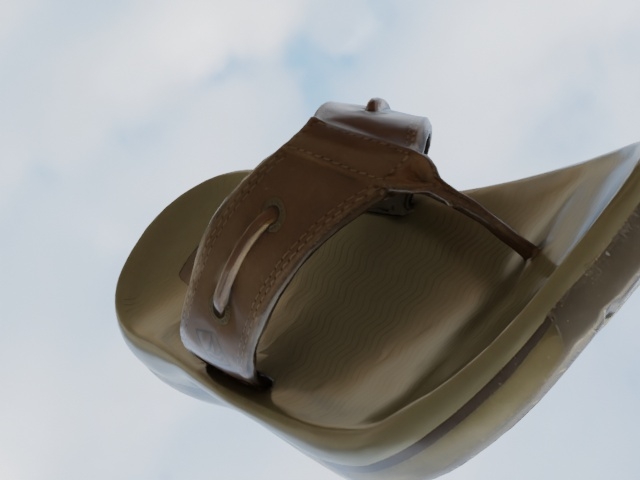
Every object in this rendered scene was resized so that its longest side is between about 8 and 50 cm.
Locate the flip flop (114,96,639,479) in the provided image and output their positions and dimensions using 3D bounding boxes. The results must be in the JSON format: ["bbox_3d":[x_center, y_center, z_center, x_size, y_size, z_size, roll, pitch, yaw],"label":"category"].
[{"bbox_3d":[0.000,0.000,0.550,0.112,0.080,0.277,-49,-156,-17],"label":"flip flop"}]
